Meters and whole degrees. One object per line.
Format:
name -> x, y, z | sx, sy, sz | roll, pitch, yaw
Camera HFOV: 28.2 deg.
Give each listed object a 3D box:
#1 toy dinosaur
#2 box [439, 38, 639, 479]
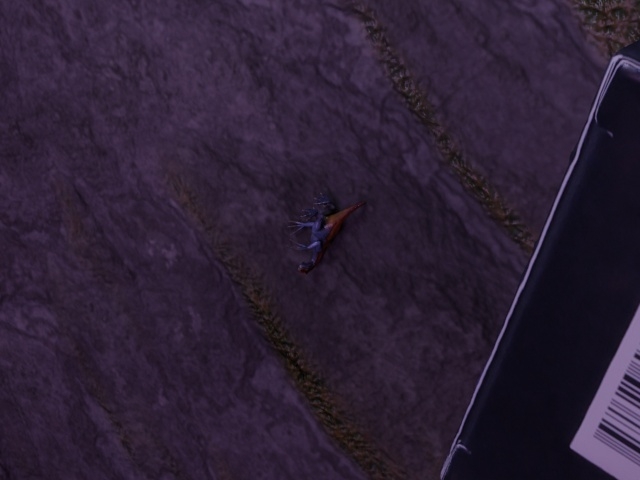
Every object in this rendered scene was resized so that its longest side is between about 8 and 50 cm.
toy dinosaur -> 0.000, 0.000, 1.224 | 0.090, 0.047, 0.082 | 8, 134, 23
box -> 0.290, 0.011, 0.773 | 0.212, 0.395, 0.293 | 32, 126, 22
